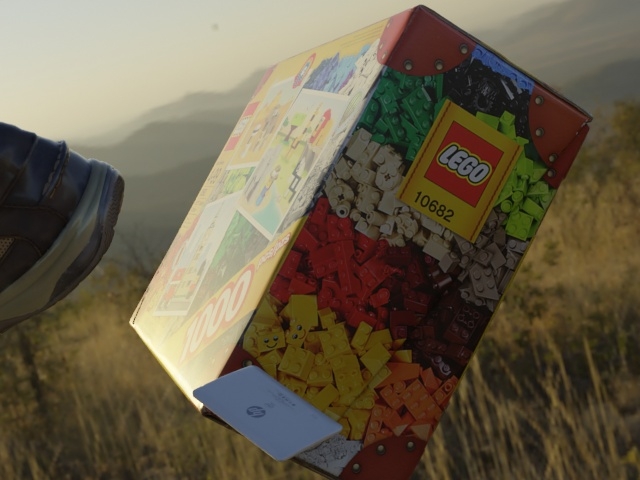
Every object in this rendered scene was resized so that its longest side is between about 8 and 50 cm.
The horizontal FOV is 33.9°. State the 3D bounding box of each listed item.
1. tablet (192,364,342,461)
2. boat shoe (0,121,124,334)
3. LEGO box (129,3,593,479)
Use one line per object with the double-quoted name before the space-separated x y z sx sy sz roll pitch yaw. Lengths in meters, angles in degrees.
"tablet" -0.033 0.104 0.642 0.054 0.006 0.083 -19 36 -42
"boat shoe" -0.304 0.032 0.798 0.355 0.130 0.132 -39 29 18
"LEGO box" 0.000 0.000 1.074 0.372 0.193 0.500 -62 16 -5
